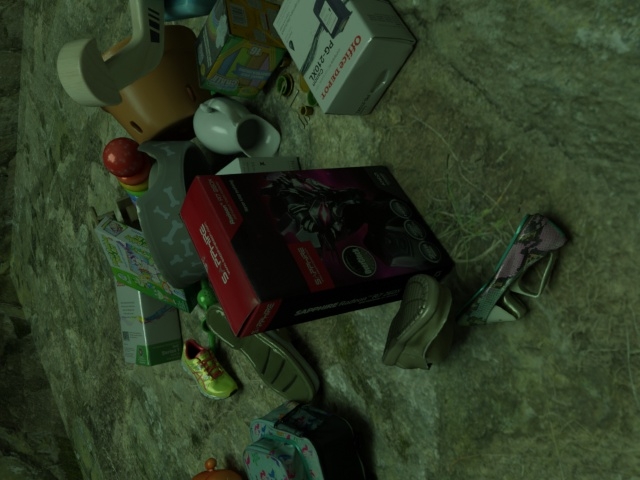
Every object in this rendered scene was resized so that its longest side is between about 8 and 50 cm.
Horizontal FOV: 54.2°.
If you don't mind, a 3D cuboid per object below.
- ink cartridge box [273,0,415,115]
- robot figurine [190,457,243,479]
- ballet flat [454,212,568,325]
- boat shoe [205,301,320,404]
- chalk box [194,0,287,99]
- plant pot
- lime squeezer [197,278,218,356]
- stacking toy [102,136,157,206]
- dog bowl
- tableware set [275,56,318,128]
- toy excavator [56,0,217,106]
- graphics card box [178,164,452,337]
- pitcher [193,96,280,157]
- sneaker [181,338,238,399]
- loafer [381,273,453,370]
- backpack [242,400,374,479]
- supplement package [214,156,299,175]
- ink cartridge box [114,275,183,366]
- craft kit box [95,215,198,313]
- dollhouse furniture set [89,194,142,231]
[{"bbox_3d":[0.033,-0.359,1.081,0.172,0.100,0.237,-53,55,44],"label":"ink cartridge box"},{"bbox_3d":[-0.274,0.663,1.634,0.219,0.128,0.158,-30,34,51],"label":"robot figurine"},{"bbox_3d":[0.267,0.062,0.877,0.079,0.077,0.222,39,128,18],"label":"ballet flat"},{"bbox_3d":[-0.108,0.226,1.364,0.302,0.103,0.113,40,124,16],"label":"boat shoe"},{"bbox_3d":[-0.179,-0.391,1.315,0.213,0.132,0.133,-42,52,49],"label":"chalk box"},{"bbox_3d":[-0.384,-0.347,1.512,0.291,0.290,0.204,-31,87,50],"label":"plant pot"},{"bbox_3d":[-0.302,0.190,1.653,0.110,0.058,0.311,-12,87,53],"label":"lime squeezer"},{"bbox_3d":[-0.431,-0.152,1.502,0.330,0.141,0.141,73,180,-78],"label":"stacking toy"},{"bbox_3d":[-0.307,-0.068,1.435,0.349,0.102,0.349,-12,-90,-84],"label":"dog bowl"},{"bbox_3d":[-0.052,-0.311,1.265,0.104,0.024,0.154,-53,55,43],"label":"tableware set"},{"bbox_3d":[-0.333,-0.505,1.278,0.222,0.432,0.446,5,104,37],"label":"toy excavator"},{"bbox_3d":[0.000,0.000,0.963,0.233,0.370,0.094,60,138,29],"label":"graphics card box"},{"bbox_3d":[-0.208,-0.259,1.362,0.207,0.178,0.126,26,78,46],"label":"pitcher"},{"bbox_3d":[-0.293,0.329,1.611,0.208,0.081,0.094,29,132,32],"label":"sneaker"},{"bbox_3d":[0.161,0.131,0.954,0.268,0.092,0.102,101,-177,-65],"label":"loafer"},{"bbox_3d":[-0.043,0.446,1.248,0.253,0.191,0.225,3,113,58],"label":"backpack"},{"bbox_3d":[-0.132,-0.021,1.318,0.204,0.145,0.262,-22,78,53],"label":"supplement package"},{"bbox_3d":[-0.524,0.229,1.899,0.201,0.117,0.278,-9,89,53],"label":"ink cartridge box"},{"bbox_3d":[-0.452,0.069,1.656,0.246,0.061,0.250,23,146,15],"label":"craft kit box"},{"bbox_3d":[-0.523,-0.065,1.780,0.161,0.212,0.242,57,161,31],"label":"dollhouse furniture set"}]
